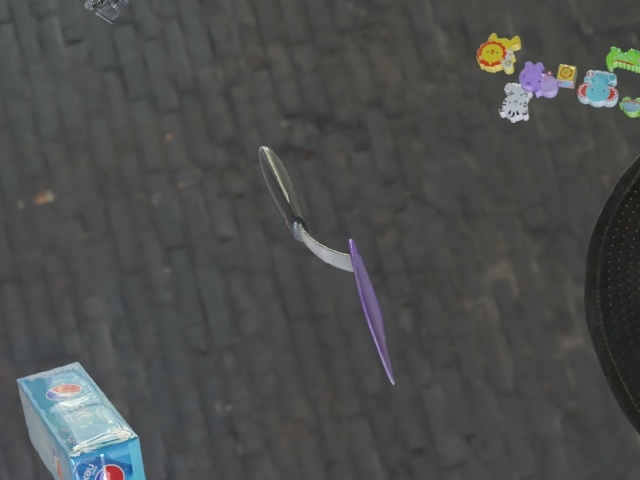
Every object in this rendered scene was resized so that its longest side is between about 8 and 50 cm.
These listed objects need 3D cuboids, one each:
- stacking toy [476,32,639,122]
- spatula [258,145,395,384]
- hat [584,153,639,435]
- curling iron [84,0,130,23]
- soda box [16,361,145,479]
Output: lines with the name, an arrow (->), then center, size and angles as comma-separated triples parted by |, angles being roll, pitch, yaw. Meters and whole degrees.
stacking toy -> 0.323, -0.199, 2.078 | 0.167, 0.221, 0.052 | 53, 48, -66
spatula -> 0.000, 0.000, 1.253 | 0.296, 0.030, 0.084 | 53, -12, 52
hat -> 0.348, 0.049, 1.076 | 0.134, 0.331, 0.331 | 28, 38, -51
curling iron -> -0.204, -0.223, 1.357 | 0.068, 0.035, 0.274 | -65, -155, -2
soda box -> -0.228, 0.188, 1.523 | 0.210, 0.067, 0.071 | -146, -136, -62
